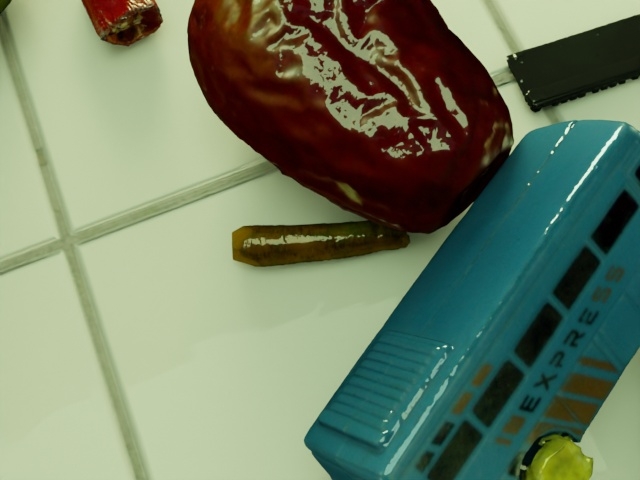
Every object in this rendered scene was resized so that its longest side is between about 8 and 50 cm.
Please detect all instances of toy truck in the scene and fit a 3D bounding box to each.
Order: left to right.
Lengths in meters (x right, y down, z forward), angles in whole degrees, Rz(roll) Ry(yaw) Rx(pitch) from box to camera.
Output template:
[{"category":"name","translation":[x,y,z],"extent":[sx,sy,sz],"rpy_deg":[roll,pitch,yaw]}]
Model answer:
[{"category":"toy truck","translation":[0.165,0.073,0.801],"extent":[0.162,0.161,0.385],"rpy_deg":[46,72,-23]}]

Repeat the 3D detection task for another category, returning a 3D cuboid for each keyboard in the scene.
[{"category":"keyboard","translation":[0.308,-0.193,1.005],"extent":[0.231,0.023,0.072],"rpy_deg":[-18,61,-4]}]

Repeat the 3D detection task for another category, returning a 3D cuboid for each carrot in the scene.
[{"category":"carrot","translation":[0.000,0.000,0.938],"extent":[0.170,0.042,0.042],"rpy_deg":[-6,68,-1]}]

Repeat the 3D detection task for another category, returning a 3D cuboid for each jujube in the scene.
[{"category":"jujube","translation":[0.027,-0.151,0.912],"extent":[0.318,0.223,0.223],"rpy_deg":[43,76,15]}]

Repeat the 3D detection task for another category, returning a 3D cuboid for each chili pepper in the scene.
[{"category":"chili pepper","translation":[-0.218,-0.269,1.047],"extent":[0.070,0.073,0.123],"rpy_deg":[-6,62,-45]}]

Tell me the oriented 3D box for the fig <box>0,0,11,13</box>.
[{"category":"fig","translation":[-0.405,-0.293,0.997],"extent":[0.230,0.207,0.207],"rpy_deg":[-14,68,-6]}]
